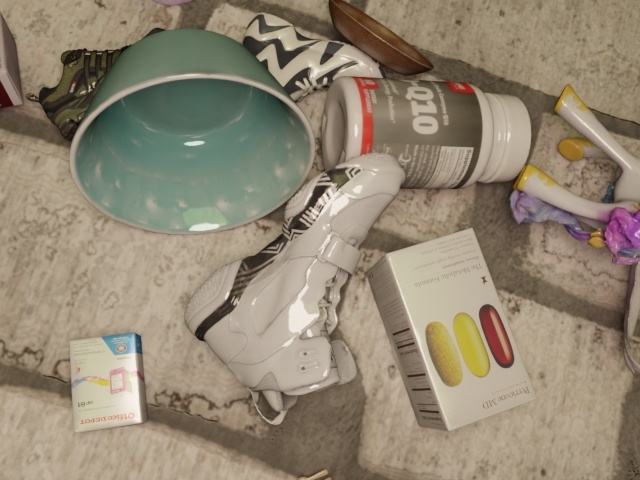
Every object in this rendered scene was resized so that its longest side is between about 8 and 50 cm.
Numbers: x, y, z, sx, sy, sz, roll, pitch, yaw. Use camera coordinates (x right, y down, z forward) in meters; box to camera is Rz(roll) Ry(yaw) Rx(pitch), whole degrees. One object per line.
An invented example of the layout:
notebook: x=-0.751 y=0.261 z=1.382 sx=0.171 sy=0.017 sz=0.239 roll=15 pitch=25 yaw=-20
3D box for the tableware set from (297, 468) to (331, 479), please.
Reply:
tableware set: x=-0.039 y=0.386 z=0.844 sx=0.154 sy=0.024 sz=0.104 roll=-22 pitch=83 yaw=-14

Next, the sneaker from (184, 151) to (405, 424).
sneaker: x=0.005 y=0.066 z=0.812 sx=0.366 sy=0.137 sz=0.210 roll=-41 pitch=68 yaw=8

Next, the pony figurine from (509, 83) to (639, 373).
pony figurine: x=0.469 y=-0.031 z=0.913 sx=0.363 sy=0.303 sz=0.351 roll=28 pitch=62 yaw=10

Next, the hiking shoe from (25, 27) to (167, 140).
hiking shoe: x=-0.328 y=-0.260 z=0.928 sx=0.114 sy=0.086 sz=0.227 roll=44 pitch=75 yaw=0

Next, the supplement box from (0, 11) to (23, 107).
supplement box: x=-0.564 y=-0.241 z=0.882 sx=0.239 sy=0.073 sz=0.130 roll=-14 pitch=63 yaw=-11

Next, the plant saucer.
plant saucer: x=0.089 y=-0.316 z=0.977 sx=0.198 sy=0.198 sz=0.036 roll=37 pitch=114 yaw=2

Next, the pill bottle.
pill bottle: x=0.155 y=-0.158 z=0.929 sx=0.283 sy=0.161 sz=0.161 roll=-1 pitch=76 yaw=-15

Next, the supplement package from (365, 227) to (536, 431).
supplement package: x=0.178 y=0.128 z=0.881 sx=0.138 sy=0.134 sz=0.244 roll=-17 pitch=79 yaw=-12

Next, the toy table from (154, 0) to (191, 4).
toy table: x=-0.224 y=-0.535 z=0.975 sx=0.252 sy=0.161 sz=0.275 roll=3 pitch=77 yaw=-8

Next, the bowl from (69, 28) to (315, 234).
bowl: x=-0.172 y=-0.160 z=0.842 sx=0.311 sy=0.312 sz=0.163 roll=-6 pitch=57 yaw=-10

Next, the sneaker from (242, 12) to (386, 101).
sneaker: x=-0.024 y=-0.240 z=0.969 sx=0.234 sy=0.094 sz=0.153 roll=22 pitch=83 yaw=-11

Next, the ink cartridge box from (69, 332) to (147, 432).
ink cartridge box: x=-0.286 y=0.192 z=0.839 sx=0.088 sy=0.052 sz=0.123 roll=-6 pitch=78 yaw=-10
